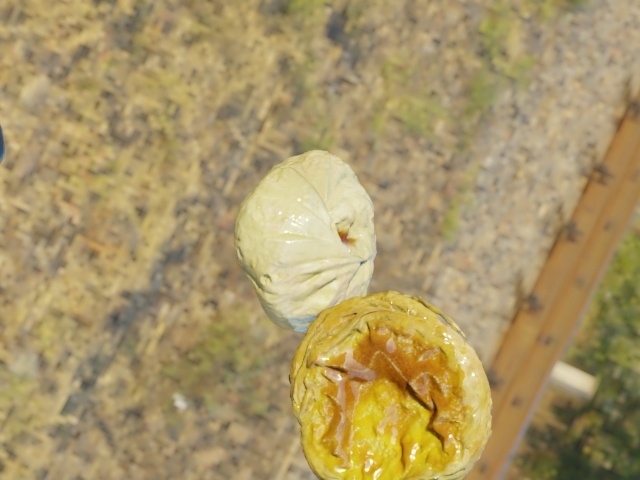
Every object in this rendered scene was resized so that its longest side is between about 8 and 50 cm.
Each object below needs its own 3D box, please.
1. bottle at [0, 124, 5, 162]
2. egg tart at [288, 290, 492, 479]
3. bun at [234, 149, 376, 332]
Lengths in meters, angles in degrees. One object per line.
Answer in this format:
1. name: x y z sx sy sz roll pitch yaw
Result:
1. bottle: -0.327 -0.050 1.073 0.244 0.072 0.082 -20 142 -39
2. egg tart: 0.040 0.091 0.924 0.052 0.130 0.130 -12 127 -67
3. bun: 0.000 0.000 0.971 0.115 0.069 0.115 4 86 -60
